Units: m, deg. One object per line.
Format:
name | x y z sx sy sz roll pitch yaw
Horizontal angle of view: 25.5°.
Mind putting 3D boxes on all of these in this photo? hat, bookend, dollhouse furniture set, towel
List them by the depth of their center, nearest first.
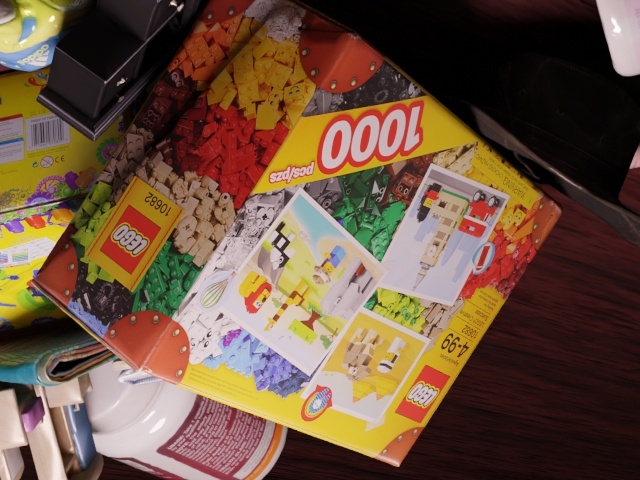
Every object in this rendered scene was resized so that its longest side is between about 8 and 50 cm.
bookend | -0.185 -0.203 1.342 0.072 0.156 0.157 36 146 3
hat | 0.269 -0.127 1.574 0.134 0.331 0.331 -57 141 1
dollhouse furniture set | -0.216 0.207 1.736 0.303 0.198 0.286 -11 -166 8
towel | -0.340 0.106 1.750 0.370 0.040 0.271 2 -162 45

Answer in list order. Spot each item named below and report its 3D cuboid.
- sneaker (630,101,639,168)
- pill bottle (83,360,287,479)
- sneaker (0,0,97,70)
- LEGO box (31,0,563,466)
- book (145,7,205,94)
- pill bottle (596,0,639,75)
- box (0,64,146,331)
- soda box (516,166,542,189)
sneaker | 0.376 -0.122 1.757 0.070 0.051 0.134 -20 155 12
pill bottle | -0.231 0.230 2.089 0.224 0.224 0.392 -19 150 21
sneaker | -0.337 -0.203 1.382 0.240 0.091 0.126 -4 153 -8
LEGO box | 0.000 0.000 1.519 0.372 0.193 0.500 -58 143 2
book | -0.131 -0.206 1.496 0.144 0.035 0.096 -11 148 9
pill bottle | 0.411 -0.274 1.350 0.302 0.169 0.169 -15 152 13
box | -0.319 -0.042 1.598 0.290 0.177 0.279 -11 152 5
soda box | 0.179 -0.042 1.842 0.216 0.069 0.074 -18 151 21
